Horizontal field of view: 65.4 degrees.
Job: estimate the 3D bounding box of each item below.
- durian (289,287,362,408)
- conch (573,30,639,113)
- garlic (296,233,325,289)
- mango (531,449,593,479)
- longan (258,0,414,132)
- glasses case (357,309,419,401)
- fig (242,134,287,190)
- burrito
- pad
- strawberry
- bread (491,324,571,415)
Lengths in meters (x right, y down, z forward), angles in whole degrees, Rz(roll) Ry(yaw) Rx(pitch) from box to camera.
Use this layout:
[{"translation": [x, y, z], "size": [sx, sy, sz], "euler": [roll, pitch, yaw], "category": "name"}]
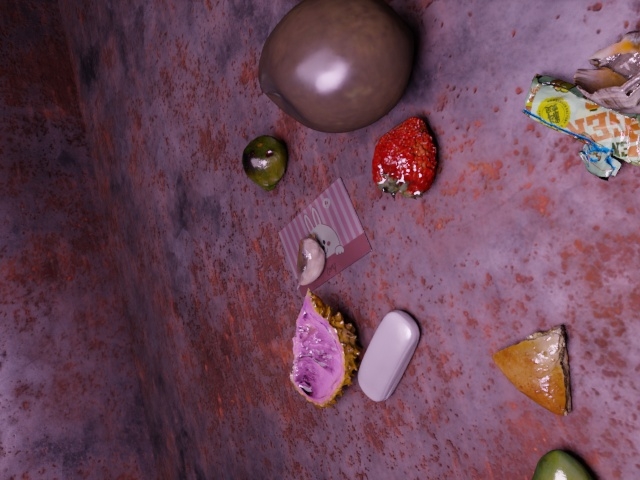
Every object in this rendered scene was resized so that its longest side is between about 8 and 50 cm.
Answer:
[{"translation": [0.023, 0.288, 1.225], "size": [0.191, 0.112, 0.341], "euler": [29, 126, 32], "category": "durian"}, {"translation": [0.424, -0.234, 0.659], "size": [0.207, 0.155, 0.130], "euler": [-138, 34, -59], "category": "conch"}, {"translation": [-0.024, 0.059, 1.266], "size": [0.084, 0.066, 0.152], "euler": [-157, 69, -74], "category": "garlic"}, {"translation": [0.404, 0.473, 0.831], "size": [0.137, 0.091, 0.237], "euler": [25, 114, 37], "category": "mango"}, {"translation": [0.027, -0.347, 0.997], "size": [0.350, 0.288, 0.288], "euler": [15, 107, 55], "category": "longan"}, {"translation": [0.148, 0.258, 1.107], "size": [0.092, 0.059, 0.233], "euler": [39, 123, 36], "category": "glasses case"}, {"translation": [-0.141, -0.197, 1.345], "size": [0.123, 0.123, 0.156], "euler": [42, 163, 37], "category": "fig"}, {"translation": [0.415, -0.155, 0.743], "size": [0.288, 0.054, 0.104], "euler": [42, 126, 36], "category": "burrito"}, {"translation": [0.000, 0.000, 1.275], "size": [0.300, 0.005, 0.202], "euler": [-37, 68, 45], "category": "pad"}, {"translation": [0.167, -0.159, 0.987], "size": [0.131, 0.131, 0.148], "euler": [-13, 56, 49], "category": "strawberry"}, {"translation": [0.360, 0.216, 0.869], "size": [0.136, 0.054, 0.154], "euler": [3, 96, 51], "category": "bread"}]
